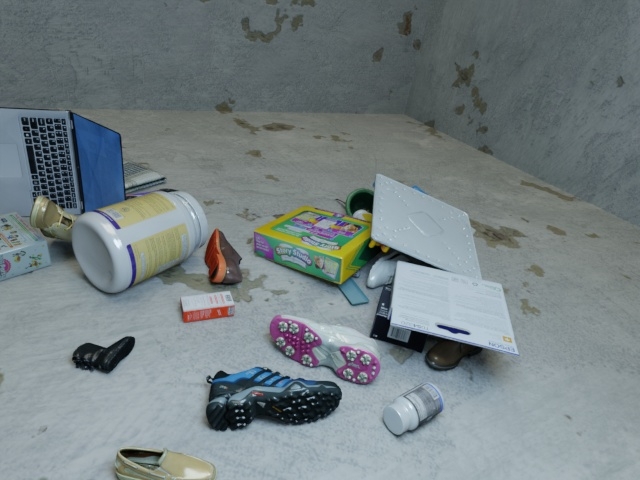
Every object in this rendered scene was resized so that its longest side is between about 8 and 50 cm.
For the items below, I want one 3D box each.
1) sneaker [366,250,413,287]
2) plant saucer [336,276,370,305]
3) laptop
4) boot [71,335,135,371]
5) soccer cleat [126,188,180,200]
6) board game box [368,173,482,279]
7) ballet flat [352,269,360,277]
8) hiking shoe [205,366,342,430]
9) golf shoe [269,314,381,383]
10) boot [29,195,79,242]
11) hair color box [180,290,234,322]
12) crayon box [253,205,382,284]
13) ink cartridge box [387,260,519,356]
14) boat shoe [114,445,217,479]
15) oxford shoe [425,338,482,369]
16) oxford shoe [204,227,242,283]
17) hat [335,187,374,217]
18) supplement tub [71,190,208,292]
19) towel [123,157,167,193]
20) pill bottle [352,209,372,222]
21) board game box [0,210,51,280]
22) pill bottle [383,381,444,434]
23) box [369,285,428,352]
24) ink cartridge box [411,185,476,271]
[{"bbox_3d":[0.244,0.109,1.534,0.094,0.090,0.235,36,39,23],"label":"sneaker"},{"bbox_3d":[0.089,0.153,1.472,0.067,0.018,0.192,-5,34,-25],"label":"plant saucer"},{"bbox_3d":[-0.854,-0.204,1.435,0.407,0.382,0.236,-4,32,-23],"label":"laptop"},{"bbox_3d":[-0.521,0.265,1.067,0.099,0.045,0.121,9,27,10],"label":"boot"},{"bbox_3d":[-0.652,-0.136,1.675,0.116,0.109,0.318,5,13,45],"label":"soccer cleat"},{"bbox_3d":[0.348,-0.041,1.524,0.389,0.050,0.390,23,38,-8],"label":"board game box"},{"bbox_3d":[0.120,0.095,1.570,0.041,0.041,0.114,5,30,-9],"label":"ballet flat"},{"bbox_3d":[-0.102,0.332,1.001,0.303,0.113,0.132,2,31,-14],"label":"hiking shoe"},{"bbox_3d":[0.016,0.269,1.174,0.306,0.115,0.140,23,21,9],"label":"golf shoe"},{"bbox_3d":[-0.744,-0.044,1.348,0.203,0.262,0.095,16,68,-14],"label":"boot"},{"bbox_3d":[-0.321,0.187,1.260,0.141,0.043,0.072,-5,32,-22],"label":"hair color box"},{"bbox_3d":[0.000,0.000,1.583,0.362,0.106,0.313,17,30,30],"label":"crayon box"},{"bbox_3d":[0.356,0.195,1.239,0.323,0.072,0.330,13,31,7],"label":"ink cartridge box"},{"bbox_3d":[-0.288,0.422,0.828,0.189,0.072,0.068,7,29,-6],"label":"boat shoe"},{"bbox_3d":[0.382,0.288,1.246,0.227,0.096,0.083,-17,42,-35],"label":"oxford shoe"},{"bbox_3d":[-0.318,0.055,1.467,0.098,0.097,0.271,18,28,-29],"label":"oxford shoe"},{"bbox_3d":[0.175,-0.125,1.979,0.172,0.183,0.209,-4,73,-11],"label":"hat"},{"bbox_3d":[-0.533,-0.011,1.342,0.241,0.241,0.331,25,32,25],"label":"supplement tub"},{"bbox_3d":[-0.886,-0.278,1.891,0.312,0.056,0.324,24,33,23],"label":"towel"},{"bbox_3d":[0.184,-0.048,1.764,0.103,0.103,0.184,2,31,-14],"label":"pill bottle"},{"bbox_3d":[-0.984,0.036,1.270,0.224,0.098,0.303,30,36,30],"label":"board game box"},{"bbox_3d":[0.216,0.390,1.032,0.137,0.078,0.078,-13,37,-34],"label":"pill bottle"},{"bbox_3d":[0.240,0.228,1.311,0.155,0.093,0.158,15,29,9],"label":"box"},{"bbox_3d":[0.421,-0.051,1.728,0.307,0.129,0.223,39,37,13],"label":"ink cartridge box"}]
